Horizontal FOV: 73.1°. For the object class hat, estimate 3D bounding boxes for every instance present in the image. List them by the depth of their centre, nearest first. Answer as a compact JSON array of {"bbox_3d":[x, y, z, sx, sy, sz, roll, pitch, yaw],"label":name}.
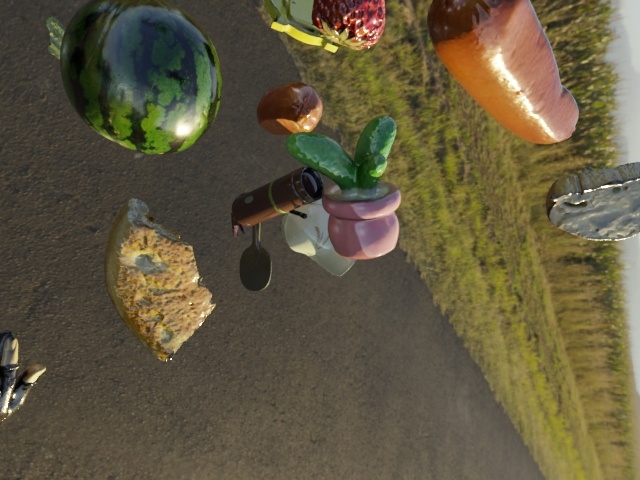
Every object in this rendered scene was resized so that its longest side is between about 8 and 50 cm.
[{"bbox_3d":[0.000,-0.003,1.588,0.301,0.257,0.168,46,21,19],"label":"hat"}]

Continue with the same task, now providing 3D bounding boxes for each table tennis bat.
[{"bbox_3d":[-0.215,0.052,1.440,0.022,0.131,0.234,5,86,-61],"label":"table tennis bat"}]

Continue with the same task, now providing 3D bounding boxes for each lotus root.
[{"bbox_3d":[0.618,-0.081,0.906,0.074,0.261,0.170,-67,145,-50],"label":"lotus root"}]

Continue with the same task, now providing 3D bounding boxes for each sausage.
[{"bbox_3d":[0.235,-0.203,0.536,0.349,0.097,0.094,20,109,-48],"label":"sausage"},{"bbox_3d":[-0.099,-0.417,1.384,0.153,0.268,0.141,29,81,-38],"label":"sausage"}]

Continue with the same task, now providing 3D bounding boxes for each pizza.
[{"bbox_3d":[-0.233,0.065,0.619,0.056,0.135,0.270,-120,-164,-57],"label":"pizza"}]

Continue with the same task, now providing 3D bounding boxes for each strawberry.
[{"bbox_3d":[0.094,-0.621,1.085,0.205,0.205,0.244,-4,123,-57],"label":"strawberry"}]

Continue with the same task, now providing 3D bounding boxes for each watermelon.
[{"bbox_3d":[-0.332,-0.312,0.820,0.285,0.285,0.284,16,71,-55],"label":"watermelon"}]

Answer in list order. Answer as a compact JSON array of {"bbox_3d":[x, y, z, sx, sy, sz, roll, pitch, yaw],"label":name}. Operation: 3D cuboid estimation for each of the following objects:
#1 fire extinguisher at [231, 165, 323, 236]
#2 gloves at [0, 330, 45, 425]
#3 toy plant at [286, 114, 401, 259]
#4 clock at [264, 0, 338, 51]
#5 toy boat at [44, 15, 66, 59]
[{"bbox_3d":[-0.144,-0.097,1.224,0.105,0.342,0.141,-7,81,-52],"label":"fire extinguisher"},{"bbox_3d":[-0.573,0.246,0.748,0.129,0.180,0.106,28,19,-11],"label":"gloves"},{"bbox_3d":[0.084,-0.127,1.133,0.317,0.211,0.355,-19,122,-23],"label":"toy plant"},{"bbox_3d":[-0.058,-0.763,1.446,0.277,0.071,0.293,17,61,-21],"label":"clock"},{"bbox_3d":[-0.586,-0.434,1.108,0.084,0.111,0.276,-48,128,-1],"label":"toy boat"}]
